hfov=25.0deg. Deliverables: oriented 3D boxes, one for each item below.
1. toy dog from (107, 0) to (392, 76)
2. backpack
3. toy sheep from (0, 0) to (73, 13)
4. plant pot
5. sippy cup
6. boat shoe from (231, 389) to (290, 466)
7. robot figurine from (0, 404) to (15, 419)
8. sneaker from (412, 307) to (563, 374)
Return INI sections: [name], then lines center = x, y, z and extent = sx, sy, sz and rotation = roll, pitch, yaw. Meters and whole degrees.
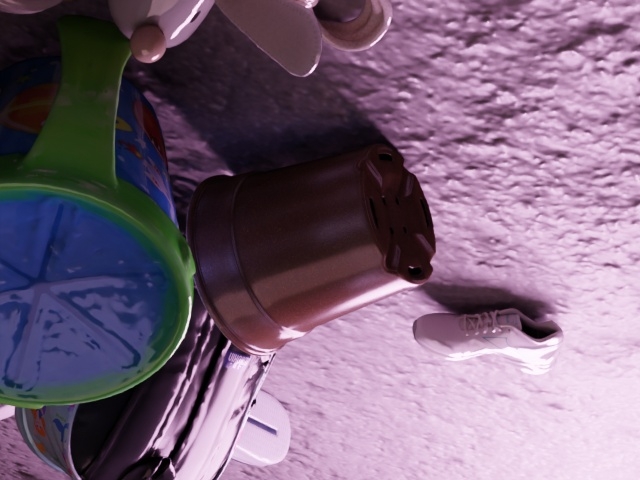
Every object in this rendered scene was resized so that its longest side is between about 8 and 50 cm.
[toy dog]
center = -0.040, -0.188, 0.930
extent = 0.220, 0.161, 0.334
rotation = 15, 149, -6
[backpack]
center = -0.167, 0.118, 1.363
extent = 0.191, 0.253, 0.225
rotation = 14, 175, 45
[toy sheep]
center = -0.209, -0.205, 1.034
extent = 0.091, 0.091, 0.132
rotation = 23, 153, -18
[plant pot]
center = 0.000, 0.000, 1.241
extent = 0.165, 0.167, 0.167
rotation = -17, 139, 27
[sippy cup]
center = -0.215, -0.025, 1.159
extent = 0.305, 0.224, 0.240
rotation = -31, 124, 21
[boat shoe]
center = -0.171, 0.184, 1.619
extent = 0.119, 0.121, 0.335
rotation = -16, 142, 31
[robot figurine]
center = -0.370, 0.068, 1.453
extent = 0.209, 0.173, 0.278
rotation = 43, 168, 36
[sneaker]
center = 0.167, 0.088, 1.429
extent = 0.152, 0.054, 0.061
rotation = 8, 140, -7
